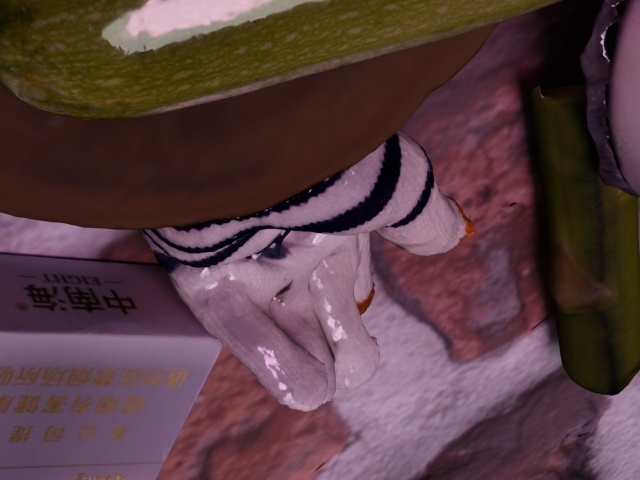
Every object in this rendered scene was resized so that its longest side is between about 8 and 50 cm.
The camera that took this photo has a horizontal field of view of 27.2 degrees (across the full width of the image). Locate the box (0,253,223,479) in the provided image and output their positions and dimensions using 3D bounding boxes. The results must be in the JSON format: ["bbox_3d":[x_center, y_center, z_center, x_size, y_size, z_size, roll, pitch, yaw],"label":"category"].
[{"bbox_3d":[-0.168,0.122,0.698,0.155,0.067,0.243,5,124,-35],"label":"box"}]

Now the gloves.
[{"bbox_3d":[-0.014,-0.007,0.659,0.140,0.131,0.219,-49,165,-7],"label":"gloves"}]

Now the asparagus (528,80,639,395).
[{"bbox_3d":[0.168,-0.004,0.820,0.067,0.060,0.278,-23,136,-8],"label":"asparagus"}]

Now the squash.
[{"bbox_3d":[0.017,-0.088,0.384,0.238,0.069,0.069,-18,136,-17],"label":"squash"}]

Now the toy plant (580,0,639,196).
[{"bbox_3d":[0.326,-0.062,0.634,0.247,0.332,0.247,-27,132,-34],"label":"toy plant"}]

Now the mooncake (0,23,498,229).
[{"bbox_3d":[-0.054,-0.158,0.448,0.290,0.161,0.290,-18,134,-19],"label":"mooncake"}]
